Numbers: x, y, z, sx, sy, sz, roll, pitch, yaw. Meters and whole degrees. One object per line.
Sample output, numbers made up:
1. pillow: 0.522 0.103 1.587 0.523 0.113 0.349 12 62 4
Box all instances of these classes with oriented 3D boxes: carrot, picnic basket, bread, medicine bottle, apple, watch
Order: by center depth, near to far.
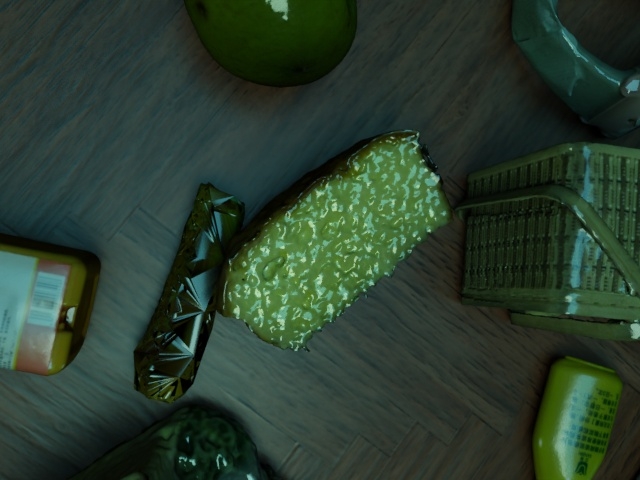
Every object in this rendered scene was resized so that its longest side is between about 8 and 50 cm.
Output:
1. medicine bottle: -0.325 0.043 0.604 0.222 0.149 0.111 13 87 -12
2. apple: -0.047 -0.248 0.654 0.157 0.196 0.196 -9 92 23
3. bread: 0.001 -0.005 0.689 0.260 0.134 0.129 -38 108 -10
4. carrot: -0.134 0.052 0.692 0.069 0.069 0.228 19 85 -12
5. picnic basket: 0.322 0.016 0.713 0.313 0.228 0.175 6 86 -13
6. watch: 0.355 -0.258 0.774 0.254 0.162 0.241 -26 83 -14
7. medicine bottle: 0.284 0.269 0.783 0.095 0.064 0.260 17 85 -18

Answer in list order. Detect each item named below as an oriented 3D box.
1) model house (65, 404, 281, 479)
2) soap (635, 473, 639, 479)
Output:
1. model house: -0.127 0.332 0.578 0.261 0.266 0.321 -33 91 -4
2. soap: 0.458 0.467 0.747 0.350 0.213 0.435 40 82 -11
